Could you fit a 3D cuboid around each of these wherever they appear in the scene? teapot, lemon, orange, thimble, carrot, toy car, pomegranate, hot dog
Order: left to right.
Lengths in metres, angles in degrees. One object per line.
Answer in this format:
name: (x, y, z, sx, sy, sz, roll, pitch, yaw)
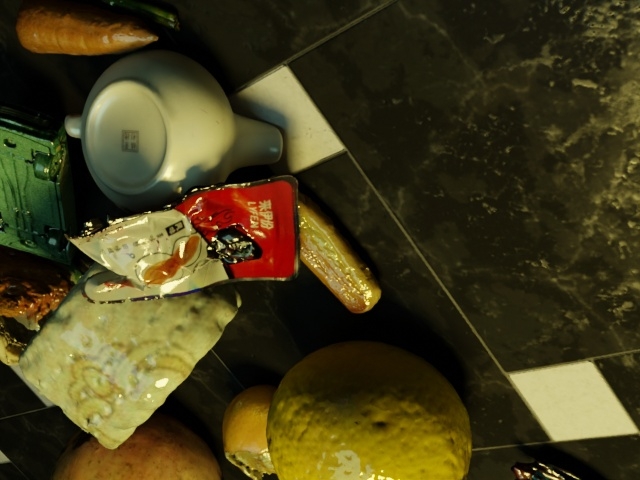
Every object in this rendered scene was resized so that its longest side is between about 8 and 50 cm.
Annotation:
toy car: (-0.426, -0.083, 1.320, 0.141, 0.097, 0.321, 17, 145, 0)
carrot: (-0.273, -0.253, 1.091, 0.205, 0.072, 0.072, 11, 132, 29)
thimble: (-0.263, 0.121, 1.261, 0.195, 0.291, 0.291, 43, 139, -5)
pomegranate: (-0.317, 0.436, 1.595, 0.322, 0.322, 0.322, 19, 136, 20)
teapot: (-0.199, -0.129, 1.110, 0.298, 0.139, 0.204, 16, 108, 27)
orange: (-0.084, 0.301, 1.420, 0.156, 0.134, 0.156, 31, 147, 23)
hot dog: (0.000, 0.000, 1.149, 0.216, 0.047, 0.066, 46, 124, -9)
lemon: (0.062, 0.254, 1.191, 0.267, 0.267, 0.267, 19, 136, 20)

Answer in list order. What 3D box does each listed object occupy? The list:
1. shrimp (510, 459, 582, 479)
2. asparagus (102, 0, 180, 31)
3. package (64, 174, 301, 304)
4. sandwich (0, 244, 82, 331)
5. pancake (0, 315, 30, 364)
shrimp: (0.359, 0.403, 1.254, 0.290, 0.054, 0.222, 34, 139, -2)
asparagus: (-0.267, -0.293, 1.091, 0.233, 0.022, 0.023, 21, -179, 15)
package: (-0.157, 0.006, 1.084, 0.194, 0.269, 0.071, 95, 157, -58)
sandwich: (-0.475, 0.072, 1.467, 0.185, 0.160, 0.109, 24, 129, 22)
pancake: (-0.566, 0.091, 1.536, 0.282, 0.049, 0.282, 59, 173, 12)
